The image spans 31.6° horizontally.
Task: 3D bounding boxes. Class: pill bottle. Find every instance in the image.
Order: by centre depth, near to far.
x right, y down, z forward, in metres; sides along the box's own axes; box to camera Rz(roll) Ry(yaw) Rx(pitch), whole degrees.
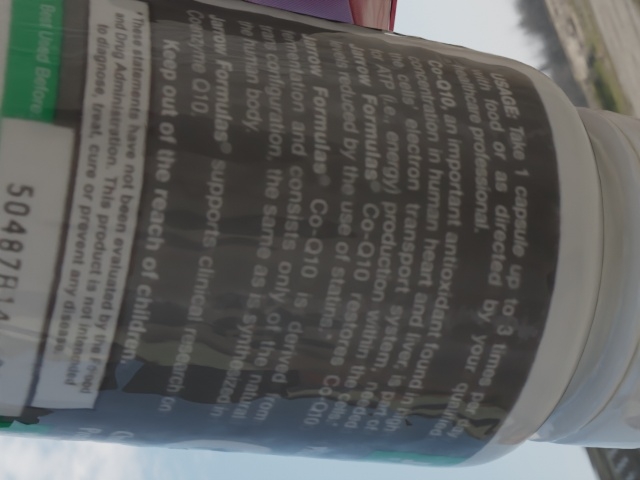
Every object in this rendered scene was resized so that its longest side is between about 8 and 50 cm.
[{"bbox_3d":[0.000,0.000,0.531,0.204,0.361,0.204,-172,90,-71],"label":"pill bottle"}]

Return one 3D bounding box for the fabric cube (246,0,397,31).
[{"bbox_3d":[-0.083,-0.237,0.654,0.258,0.259,0.254,63,-147,-75],"label":"fabric cube"}]
